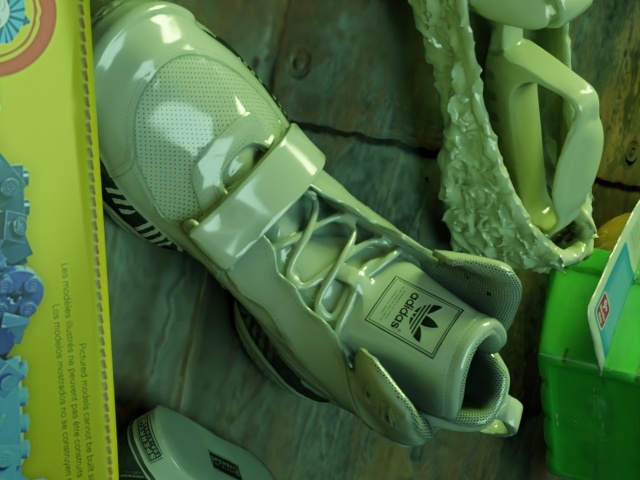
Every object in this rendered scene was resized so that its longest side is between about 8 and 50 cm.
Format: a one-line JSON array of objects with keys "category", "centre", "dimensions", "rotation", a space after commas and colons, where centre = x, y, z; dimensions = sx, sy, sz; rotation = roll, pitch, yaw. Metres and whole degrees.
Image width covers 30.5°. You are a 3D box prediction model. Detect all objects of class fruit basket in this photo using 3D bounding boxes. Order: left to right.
[{"category": "fruit basket", "centre": [0.325, 0.051, 1.089], "dimensions": [0.353, 0.166, 0.327], "rotation": [-50, 144, -32]}]

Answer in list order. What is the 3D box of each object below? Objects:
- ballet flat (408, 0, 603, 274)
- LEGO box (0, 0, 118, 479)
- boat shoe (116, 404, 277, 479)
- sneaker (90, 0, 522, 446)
[{"category": "ballet flat", "centre": [0.153, -0.147, 0.872], "dimensions": [0.147, 0.147, 0.408], "rotation": [-35, 129, -30]}, {"category": "LEGO box", "centre": [-0.283, -0.060, 0.413], "dimensions": [0.373, 0.193, 0.499], "rotation": [-10, 111, -26]}, {"category": "boat shoe", "centre": [-0.083, 0.185, 0.832], "dimensions": [0.070, 0.077, 0.219], "rotation": [-32, 136, 11]}, {"category": "sneaker", "centre": [0.000, 0.000, 0.741], "dimensions": [0.137, 0.210, 0.365], "rotation": [-51, 132, -19]}]
